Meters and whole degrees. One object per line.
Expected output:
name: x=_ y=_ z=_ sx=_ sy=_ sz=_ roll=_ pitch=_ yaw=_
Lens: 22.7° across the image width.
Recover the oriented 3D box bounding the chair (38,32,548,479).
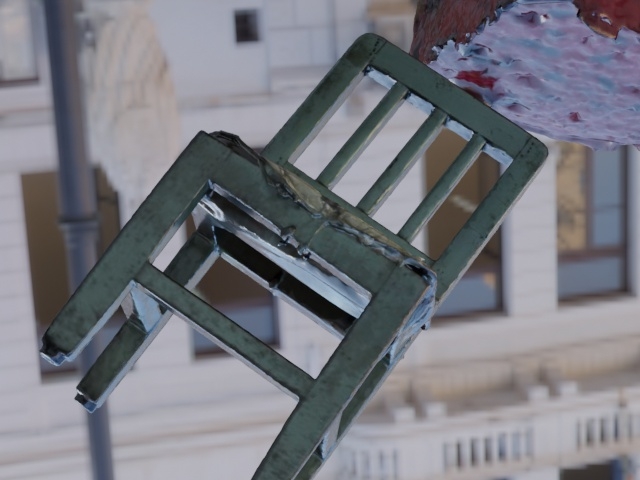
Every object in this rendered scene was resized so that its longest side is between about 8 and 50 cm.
chair: x=0.000 y=0.000 z=0.801 sx=0.136 sy=0.270 sz=0.147 roll=36 pitch=166 yaw=10

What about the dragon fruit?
dragon fruit: x=0.213 y=-0.132 z=0.979 sx=0.330 sy=0.302 sz=0.240 roll=34 pitch=-138 yaw=0
